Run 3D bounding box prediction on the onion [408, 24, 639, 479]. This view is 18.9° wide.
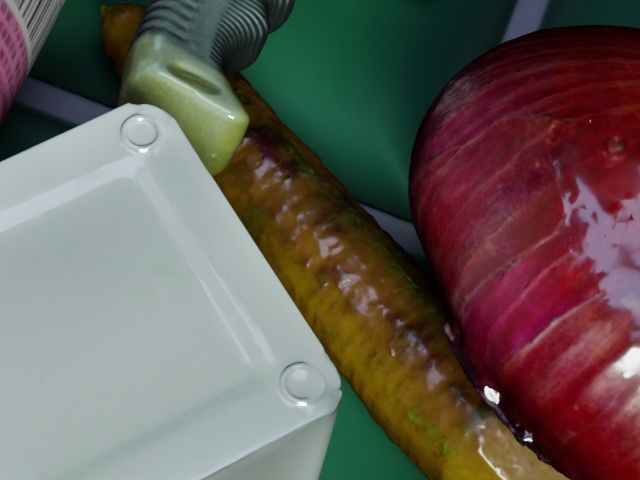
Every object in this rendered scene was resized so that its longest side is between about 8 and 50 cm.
[{"bbox_3d":[0.147,0.007,0.793,0.248,0.161,0.248,10,47,-11],"label":"onion"}]

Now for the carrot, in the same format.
[{"bbox_3d":[0.000,0.000,0.850,0.066,0.066,0.314,-33,72,-22],"label":"carrot"}]

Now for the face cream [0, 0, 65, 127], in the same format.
[{"bbox_3d":[-0.195,-0.130,0.825,0.175,0.175,0.195,20,61,2],"label":"face cream"}]

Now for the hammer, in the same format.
[{"bbox_3d":[-0.034,-0.118,0.879,0.159,0.041,0.226,26,42,2],"label":"hammer"}]

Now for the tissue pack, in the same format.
[{"bbox_3d":[-0.135,0.079,0.749,0.246,0.136,0.159,-26,69,-19],"label":"tissue pack"}]
